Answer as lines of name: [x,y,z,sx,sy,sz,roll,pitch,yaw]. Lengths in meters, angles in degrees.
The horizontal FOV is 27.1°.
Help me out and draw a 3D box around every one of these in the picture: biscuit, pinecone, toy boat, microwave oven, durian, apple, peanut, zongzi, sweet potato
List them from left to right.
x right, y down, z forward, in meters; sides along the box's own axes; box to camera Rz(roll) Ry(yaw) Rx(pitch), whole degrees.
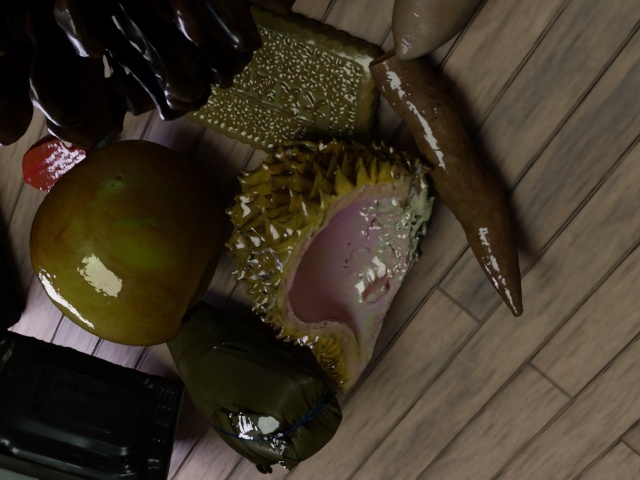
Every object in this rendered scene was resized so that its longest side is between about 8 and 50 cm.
microwave oven: [-0.344,0.255,1.690,0.295,0.238,0.181,19,137,-11]
toy boat: [-0.305,-0.100,1.594,0.173,0.059,0.069,-18,107,50]
pinecone: [-0.196,-0.269,1.149,0.397,0.398,0.398,19,130,25]
apple: [-0.201,0.010,1.468,0.207,0.237,0.237,41,136,10]
zongzi: [-0.108,0.131,1.516,0.289,0.123,0.260,50,166,1]
biscuit: [-0.055,-0.165,1.381,0.254,0.029,0.172,25,132,21]
durian: [-0.024,0.005,1.366,0.195,0.185,0.305,47,146,31]
peanut: [0.107,-0.220,1.187,0.076,0.076,0.152,35,135,11]
sweet potato: [0.138,-0.060,1.287,0.281,0.059,0.067,59,178,-13]

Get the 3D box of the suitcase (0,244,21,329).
suitcase: [-0.594,0.007,1.814,0.345,0.188,0.339,14,133,27]
